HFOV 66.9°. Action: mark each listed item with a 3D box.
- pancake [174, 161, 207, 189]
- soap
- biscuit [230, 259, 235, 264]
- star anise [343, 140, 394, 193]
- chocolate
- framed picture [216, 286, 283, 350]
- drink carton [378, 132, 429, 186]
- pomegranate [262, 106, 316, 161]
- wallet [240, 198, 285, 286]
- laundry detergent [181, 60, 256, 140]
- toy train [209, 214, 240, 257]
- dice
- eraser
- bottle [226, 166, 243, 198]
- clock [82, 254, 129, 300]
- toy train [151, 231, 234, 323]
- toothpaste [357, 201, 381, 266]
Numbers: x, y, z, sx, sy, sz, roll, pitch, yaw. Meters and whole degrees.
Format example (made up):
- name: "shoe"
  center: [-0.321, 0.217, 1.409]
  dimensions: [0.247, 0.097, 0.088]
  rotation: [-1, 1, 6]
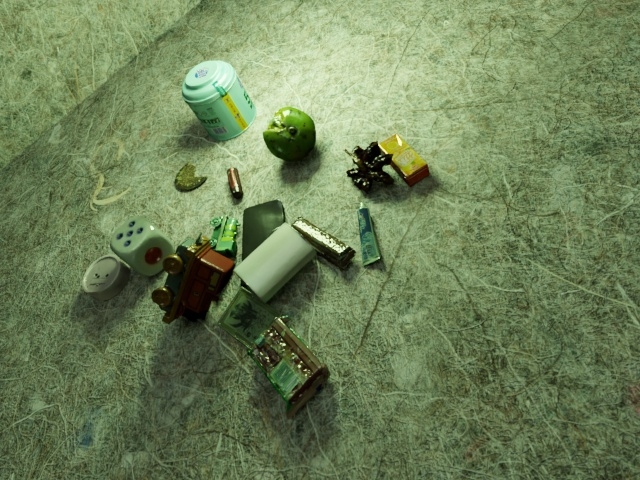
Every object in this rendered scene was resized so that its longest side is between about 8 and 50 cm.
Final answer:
- name: "pancake"
  center: [-0.627, -0.318, 2.352]
  dimensions: [0.184, 0.020, 0.191]
  rotation: [-17, 53, 13]
- name: "soap"
  center: [-0.110, 0.400, 1.576]
  dimensions: [0.218, 0.098, 0.273]
  rotation: [-43, 51, -9]
- name: "biscuit"
  center: [-0.467, 0.133, 1.939]
  dimensions: [0.235, 0.063, 0.152]
  rotation: [3, 59, 17]
- name: "star anise"
  center: [0.183, -0.282, 1.895]
  dimensions: [0.220, 0.190, 0.125]
  rotation: [-6, 12, 39]
- name: "chocolate"
  center: [-0.004, -0.001, 1.830]
  dimensions: [0.102, 0.065, 0.329]
  rotation: [-48, 51, -12]
- name: "framed picture"
  center: [-0.261, 0.286, 1.766]
  dimensions: [0.231, 0.010, 0.173]
  rotation: [25, 77, 35]
- name: "drink carton"
  center: [0.326, -0.318, 1.900]
  dimensions: [0.096, 0.071, 0.223]
  rotation: [-31, 51, -1]
- name: "pomegranate"
  center: [-0.147, -0.460, 2.139]
  dimensions: [0.236, 0.236, 0.301]
  rotation: [-49, 19, -13]
- name: "wallet"
  center: [-0.226, 0.009, 1.929]
  dimensions: [0.196, 0.051, 0.378]
  rotation: [-13, 56, 14]
- name: "laundry detergent"
  center: [-0.506, -0.700, 2.379]
  dimensions: [0.286, 0.305, 0.288]
  rotation: [-11, 53, 16]
- name: "toy train"
  center: [-0.400, -0.017, 2.011]
  dimensions: [0.132, 0.083, 0.200]
  rotation: [-1, 56, 10]
- name: "dice"
  center: [-0.753, 0.026, 2.057]
  dimensions: [0.191, 0.193, 0.194]
  rotation: [28, 73, 37]
- name: "eraser"
  center: [-0.167, 0.079, 1.783]
  dimensions: [0.270, 0.095, 0.174]
  rotation: [-43, 61, -12]
- name: "bottle"
  center: [-0.383, -0.256, 2.180]
  dimensions: [0.060, 0.060, 0.164]
  rotation: [-24, 51, 6]
- name: "clock"
  center: [-0.942, 0.162, 2.126]
  dimensions: [0.196, 0.068, 0.197]
  rotation: [-12, 54, 17]
- name: "toy train"
  center: [-0.466, 0.145, 1.790]
  dimensions: [0.231, 0.163, 0.370]
  rotation: [25, 111, 2]
- name: "toothpaste"
  center: [0.171, -0.031, 1.789]
  dimensions: [0.069, 0.047, 0.269]
  rotation: [-8, 57, 3]
